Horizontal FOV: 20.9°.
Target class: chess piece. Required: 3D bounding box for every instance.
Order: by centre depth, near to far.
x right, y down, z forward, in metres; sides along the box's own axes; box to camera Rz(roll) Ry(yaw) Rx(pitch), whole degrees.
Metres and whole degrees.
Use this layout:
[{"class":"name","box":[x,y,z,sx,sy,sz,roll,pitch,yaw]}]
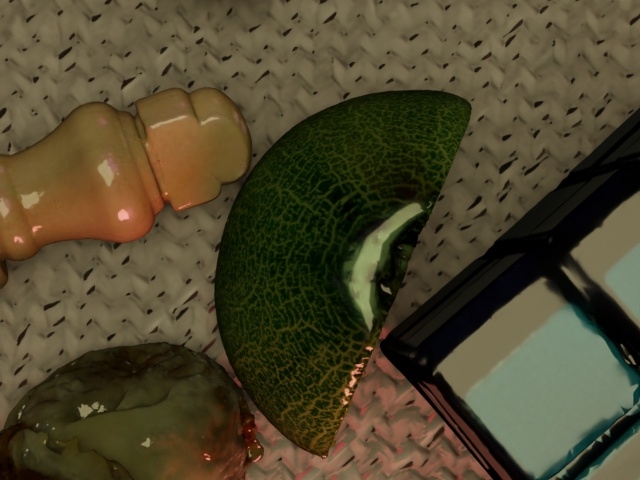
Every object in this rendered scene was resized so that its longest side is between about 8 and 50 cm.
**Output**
[{"class":"chess piece","box":[-0.236,-0.011,1.150,0.397,0.117,0.117,-20,90,-5]}]

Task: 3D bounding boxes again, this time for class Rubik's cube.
[{"class":"Rubik's cube","box":[0.233,0.083,1.077,0.283,0.293,0.288,-40,92,-5]}]

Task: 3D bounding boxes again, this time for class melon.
[{"class":"melon","box":[0.000,0.000,1.126,0.129,0.169,0.265,23,87,0]}]

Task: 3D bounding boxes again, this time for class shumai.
[{"class":"shumai","box":[-0.130,0.149,1.132,0.184,0.142,0.184,0,92,-1]}]
